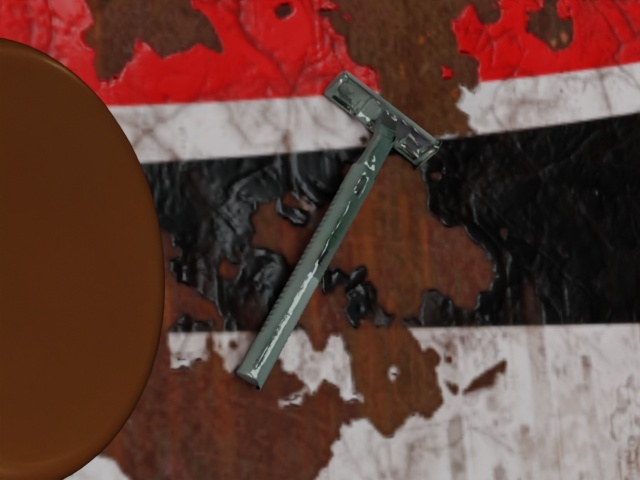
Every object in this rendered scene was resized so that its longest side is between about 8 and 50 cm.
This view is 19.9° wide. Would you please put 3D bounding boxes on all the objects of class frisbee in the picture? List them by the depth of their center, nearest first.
[{"bbox_3d":[-0.167,0.012,0.992,0.251,0.021,0.250,13,74,-52],"label":"frisbee"}]

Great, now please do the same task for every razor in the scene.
[{"bbox_3d":[0.003,-0.001,1.142,0.084,0.036,0.211,35,65,-19],"label":"razor"}]
